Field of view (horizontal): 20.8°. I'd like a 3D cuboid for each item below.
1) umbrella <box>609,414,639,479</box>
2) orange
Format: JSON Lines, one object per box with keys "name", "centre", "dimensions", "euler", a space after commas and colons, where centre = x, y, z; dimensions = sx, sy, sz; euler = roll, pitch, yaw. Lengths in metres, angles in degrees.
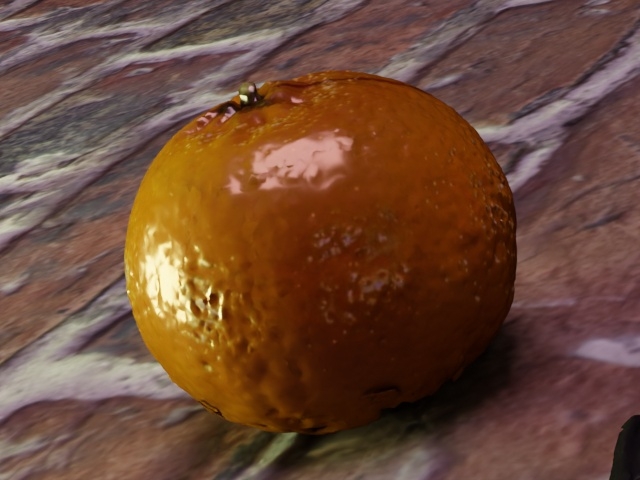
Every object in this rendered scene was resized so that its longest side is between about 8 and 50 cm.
{"name": "umbrella", "centre": [0.091, 0.128, 0.516], "dimensions": [0.118, 0.118, 0.340], "euler": [-10, 13, 17]}
{"name": "orange", "centre": [0.000, 0.000, 0.843], "dimensions": [0.193, 0.161, 0.193], "euler": [-11, 23, 5]}
